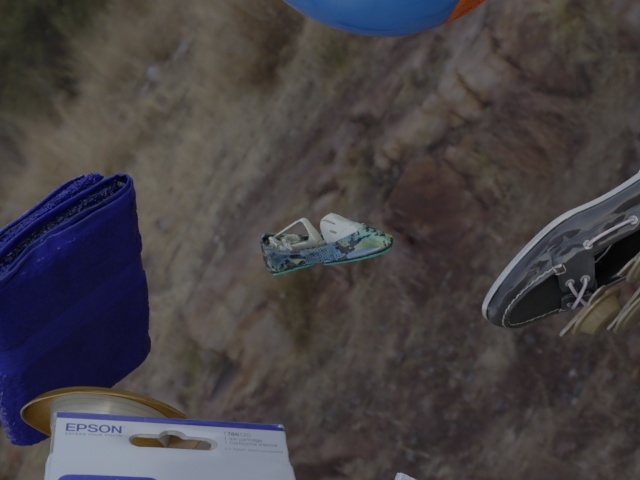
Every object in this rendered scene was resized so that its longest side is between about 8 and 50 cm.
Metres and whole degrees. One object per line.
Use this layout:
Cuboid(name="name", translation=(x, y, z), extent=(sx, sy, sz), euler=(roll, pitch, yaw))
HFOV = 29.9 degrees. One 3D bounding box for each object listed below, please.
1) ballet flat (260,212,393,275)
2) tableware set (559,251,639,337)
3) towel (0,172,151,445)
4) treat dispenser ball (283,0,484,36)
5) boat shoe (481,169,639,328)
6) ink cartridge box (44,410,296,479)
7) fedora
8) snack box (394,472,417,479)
Cuboid(name="ballet flat", translation=(0.000, 0.000, 1.478), extent=(0.188, 0.070, 0.070), euler=(-13, 47, 32))
Cuboid(name="tableware set", translation=(0.274, 0.031, 1.014), extent=(0.020, 0.168, 0.141), euler=(47, 119, 24))
Cuboid(name="towel", translation=(-0.300, 0.080, 1.383), extent=(0.227, 0.076, 0.308), euler=(-38, -32, -32))
Cuboid(name="treat dispenser ball", translation=(0.057, -0.325, 1.061), extent=(0.288, 0.288, 0.288), euler=(-48, 24, 31))
Cuboid(name="boat shoe", translation=(0.341, 0.008, 1.390), extent=(0.335, 0.112, 0.095), euler=(-35, 55, -10))
Cuboid(name="ink cartridge box", translation=(-0.084, 0.218, 0.684), extent=(0.333, 0.165, 0.065), euler=(-104, 21, -63))
Cuboid(name="fedora", translation=(-0.216, 0.214, 1.218), extent=(0.194, 0.194, 0.079), euler=(-36, 42, 48))
Cuboid(name="snack box", translation=(0.200, 0.467, 2.077), extent=(0.022, 0.178, 0.064), euler=(-28, 37, 65))
